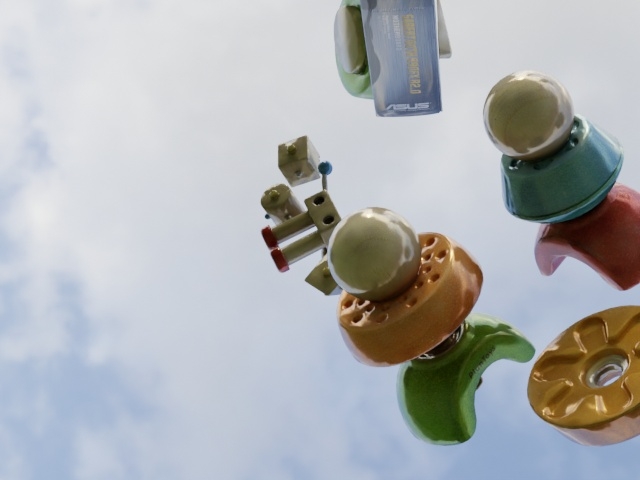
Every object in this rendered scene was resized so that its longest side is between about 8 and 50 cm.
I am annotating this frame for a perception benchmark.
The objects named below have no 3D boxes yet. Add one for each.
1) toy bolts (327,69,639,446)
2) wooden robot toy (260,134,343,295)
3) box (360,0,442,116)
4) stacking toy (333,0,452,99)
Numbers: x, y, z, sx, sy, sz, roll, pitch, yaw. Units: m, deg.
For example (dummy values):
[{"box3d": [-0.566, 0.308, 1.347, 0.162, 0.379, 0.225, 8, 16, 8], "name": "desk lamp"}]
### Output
[{"box3d": [0.134, 0.002, 0.947, 0.218, 0.158, 0.228, 4, -133, 50], "name": "toy bolts"}, {"box3d": [0.000, 0.000, 1.190, 0.076, 0.079, 0.173, -29, -134, 5], "name": "wooden robot toy"}, {"box3d": [0.059, -0.240, 1.149, 0.056, 0.183, 0.231, -4, -119, 4], "name": "box"}, {"box3d": [0.022, -0.298, 1.560, 0.309, 0.130, 0.280, 166, -79, -69], "name": "stacking toy"}]
